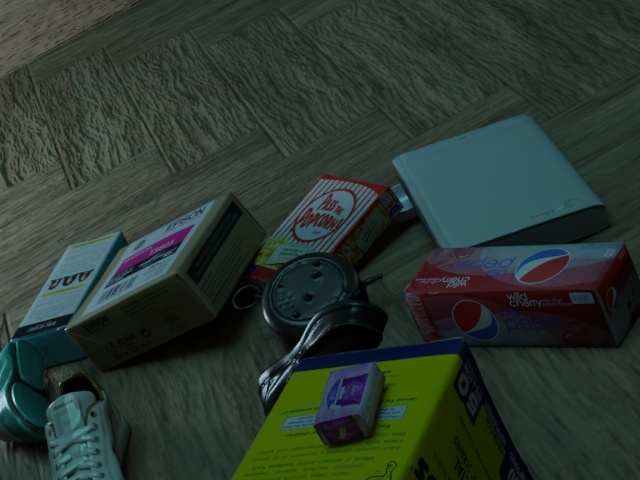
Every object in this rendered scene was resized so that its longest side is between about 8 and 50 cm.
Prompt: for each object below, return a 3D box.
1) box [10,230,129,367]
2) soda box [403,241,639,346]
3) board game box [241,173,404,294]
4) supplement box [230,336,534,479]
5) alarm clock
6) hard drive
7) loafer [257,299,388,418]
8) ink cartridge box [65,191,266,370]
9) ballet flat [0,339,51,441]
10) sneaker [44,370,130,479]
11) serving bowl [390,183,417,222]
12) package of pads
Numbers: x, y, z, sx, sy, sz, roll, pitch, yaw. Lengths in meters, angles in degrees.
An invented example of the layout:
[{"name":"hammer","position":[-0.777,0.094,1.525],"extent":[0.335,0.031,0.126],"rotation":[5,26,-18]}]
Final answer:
[{"name":"box","position":[-0.355,0.085,2.360],"extent":[0.101,0.060,0.244],"rotation":[-15,29,24]},{"name":"soda box","position":[0.228,0.062,1.833],"extent":[0.263,0.083,0.092],"rotation":[-2,36,40]},{"name":"board game box","position":[0.000,0.000,2.169],"extent":[0.193,0.045,0.147],"rotation":[-50,33,-20]},{"name":"supplement box","position":[0.036,0.282,1.489],"extent":[0.195,0.194,0.356],"rotation":[-10,31,32]},{"name":"alarm clock","position":[-0.026,0.075,2.020],"extent":[0.192,0.064,0.129],"rotation":[1,54,27]},{"name":"hard drive","position":[0.223,-0.064,2.079],"extent":[0.203,0.040,0.307],"rotation":[-19,27,-2]},{"name":"loafer","position":[0.006,0.149,1.846],"extent":[0.220,0.080,0.078],"rotation":[-49,31,39]},{"name":"ink cartridge box","position":[-0.210,0.056,2.196],"extent":[0.235,0.088,0.193],"rotation":[-27,23,35]},{"name":"ballet flat","position":[-0.405,0.222,2.162],"extent":[0.087,0.083,0.247],"rotation":[-50,24,9]},{"name":"sneaker","position":[-0.291,0.260,1.919],"extent":[0.106,0.123,0.290],"rotation":[-23,28,4]},{"name":"serving bowl","position":[0.118,-0.049,2.199],"extent":[0.083,0.027,0.083],"rotation":[-22,26,11]},{"name":"package of pads","position":[0.027,0.148,1.479],"extent":[0.050,0.032,0.083],"rotation":[-17,27,23]}]
